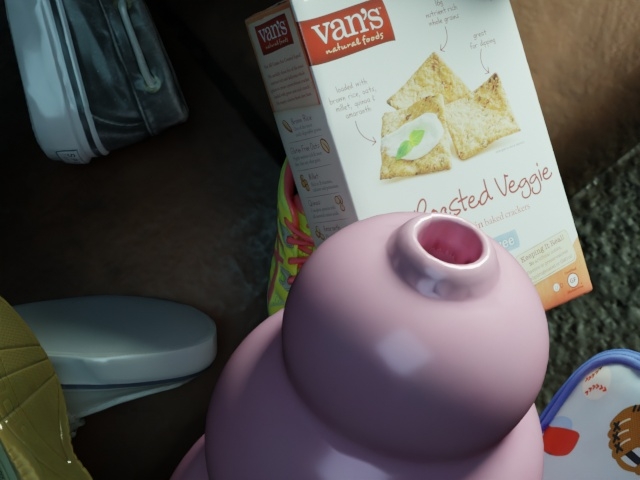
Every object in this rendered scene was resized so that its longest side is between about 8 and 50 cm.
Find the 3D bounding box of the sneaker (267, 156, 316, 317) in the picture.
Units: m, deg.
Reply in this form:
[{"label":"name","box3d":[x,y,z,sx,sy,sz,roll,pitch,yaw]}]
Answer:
[{"label":"sneaker","box3d":[0.000,0.000,0.948,0.082,0.094,0.208,1,86,7]}]

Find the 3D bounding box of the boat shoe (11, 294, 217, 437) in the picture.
[{"label":"boat shoe","box3d":[-0.200,0.101,0.973,0.268,0.096,0.088,-8,114,-4]}]

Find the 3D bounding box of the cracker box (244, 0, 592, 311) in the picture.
[{"label":"cracker box","box3d":[0.064,-0.052,0.898,0.156,0.067,0.232,-21,96,-29]}]

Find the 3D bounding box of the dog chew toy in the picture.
[{"label":"dog chew toy","box3d":[0.023,0.121,0.766,0.207,0.206,0.331,23,130,9]}]

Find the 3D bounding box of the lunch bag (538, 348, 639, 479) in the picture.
[{"label":"lunch bag","box3d":[0.215,0.229,0.823,0.243,0.115,0.303,-55,50,16]}]

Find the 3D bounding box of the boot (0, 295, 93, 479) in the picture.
[{"label":"boot","box3d":[-0.230,0.148,0.902,0.165,0.077,0.213,-24,89,26]}]

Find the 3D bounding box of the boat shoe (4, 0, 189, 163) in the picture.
[{"label":"boat shoe","box3d":[-0.165,-0.224,0.989,0.119,0.121,0.335,-13,95,-1]}]
